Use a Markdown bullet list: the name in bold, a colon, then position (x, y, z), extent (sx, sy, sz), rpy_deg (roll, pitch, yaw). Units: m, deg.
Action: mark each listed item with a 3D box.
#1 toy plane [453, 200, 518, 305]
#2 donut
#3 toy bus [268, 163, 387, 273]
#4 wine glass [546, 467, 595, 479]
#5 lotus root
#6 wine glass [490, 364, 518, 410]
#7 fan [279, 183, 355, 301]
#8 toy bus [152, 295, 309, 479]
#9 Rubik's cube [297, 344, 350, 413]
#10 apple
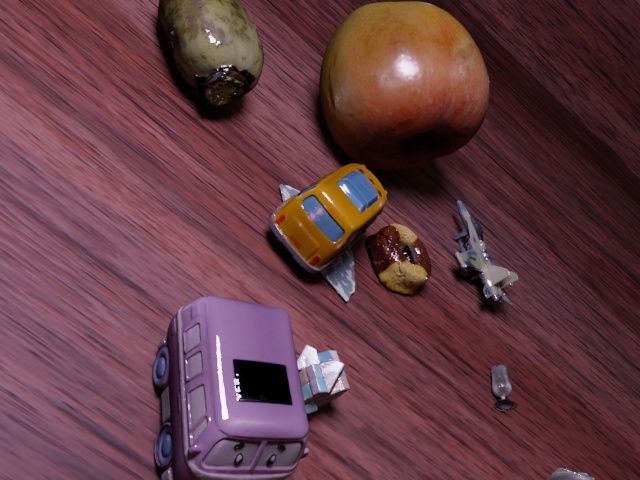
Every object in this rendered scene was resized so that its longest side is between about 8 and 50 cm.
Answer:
- **toy plane**: position (0.331, 0.025, 1.333), extent (0.192, 0.088, 0.262), rpy_deg (20, 34, -40)
- **donut**: position (0.149, 0.032, 1.159), extent (0.140, 0.059, 0.140), rpy_deg (29, 40, -28)
- **toy bus**: position (0.025, -0.050, 1.024), extent (0.126, 0.136, 0.209), rpy_deg (50, 33, 1)
- **wine glass**: position (0.371, 0.461, 0.948), extent (0.103, 0.103, 0.222), rpy_deg (49, 36, 2)
- **lotus root**: position (-0.204, -0.372, 1.099), extent (0.173, 0.173, 0.309), rpy_deg (5, 47, -43)
- **wine glass**: position (0.335, 0.269, 1.141), extent (0.083, 0.042, 0.039), rpy_deg (-81, 150, -49)
- **fan**: position (0.000, 0.000, 1.076), extent (0.131, 0.009, 0.240), rpy_deg (-9, 64, -49)
- **toy bus**: position (-0.102, 0.176, 0.701), extent (0.142, 0.142, 0.202), rpy_deg (16, 46, -35)
- **Rubik's cube**: position (-0.009, 0.185, 0.842), extent (0.073, 0.084, 0.075), rpy_deg (11, 33, -44)
- **apple**: position (0.161, -0.314, 1.243), extent (0.338, 0.338, 0.305), rpy_deg (7, 66, -41)
